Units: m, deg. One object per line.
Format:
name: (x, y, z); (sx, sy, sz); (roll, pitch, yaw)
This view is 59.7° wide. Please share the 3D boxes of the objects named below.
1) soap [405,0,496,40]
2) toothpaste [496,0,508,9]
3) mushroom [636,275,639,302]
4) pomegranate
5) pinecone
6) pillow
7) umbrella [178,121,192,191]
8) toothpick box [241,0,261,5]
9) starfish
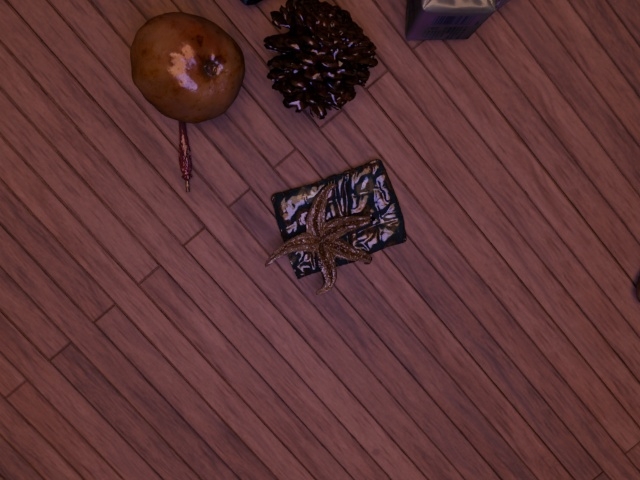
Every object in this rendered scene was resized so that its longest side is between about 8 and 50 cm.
soap: (0.239, -0.488, 1.038); (0.138, 0.199, 0.182); (0, 95, 0)
toothpaste: (0.408, -0.537, 1.061); (0.073, 0.114, 0.299); (42, 73, 13)
mushroom: (0.812, 0.060, 1.148); (0.285, 0.151, 0.156); (-28, 95, 0)
pomegranate: (-0.243, -0.320, 1.032); (0.207, 0.207, 0.207); (0, 96, -3)
pinecone: (-0.010, -0.338, 1.042); (0.221, 0.221, 0.221); (0, 96, -3)
pillow: (0.041, -0.044, 1.157); (0.255, 0.034, 0.189); (-19, 97, -1)
umbrella: (-0.276, -0.181, 1.133); (0.027, 0.025, 0.165); (-3, 95, 20)
toothpick box: (-0.149, -0.547, 1.052); (0.120, 0.120, 0.184); (-30, 99, 1)
starfish: (0.000, 0.000, 1.122); (0.238, 0.057, 0.213); (-12, 91, -4)
